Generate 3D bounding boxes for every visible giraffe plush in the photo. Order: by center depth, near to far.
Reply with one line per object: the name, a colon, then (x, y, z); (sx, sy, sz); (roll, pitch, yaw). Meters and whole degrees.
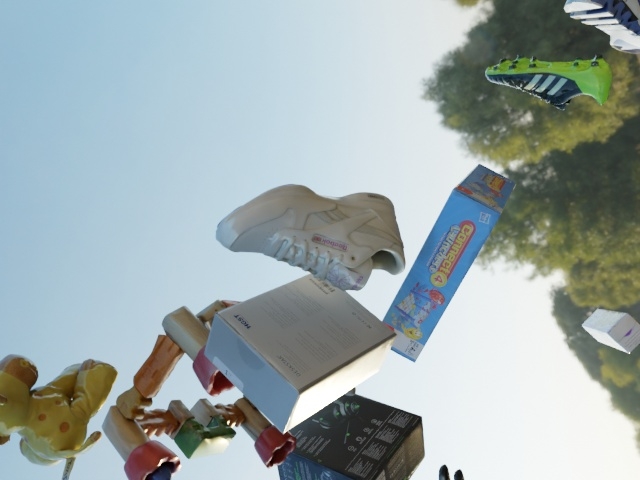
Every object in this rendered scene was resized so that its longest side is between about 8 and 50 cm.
giraffe plush: (-0.413, 0.234, 0.923); (0.170, 0.181, 0.210); (38, -161, -27)

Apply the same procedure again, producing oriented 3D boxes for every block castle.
block castle: (-0.140, 0.300, 1.227); (0.213, 0.303, 0.453); (39, -170, 30)

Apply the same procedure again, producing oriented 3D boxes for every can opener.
can opener: (0.227, 0.440, 1.118); (0.073, 0.059, 0.186); (-63, -24, -46)

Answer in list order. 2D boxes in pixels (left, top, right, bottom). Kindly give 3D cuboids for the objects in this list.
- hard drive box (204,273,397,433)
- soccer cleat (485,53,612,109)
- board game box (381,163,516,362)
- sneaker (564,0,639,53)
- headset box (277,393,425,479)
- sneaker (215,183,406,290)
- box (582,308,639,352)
hard drive box: (-0.028, 0.157, 1.009); (0.181, 0.089, 0.232); (39, -144, 27)
soccer cleat: (0.322, -0.225, 0.942); (0.060, 0.179, 0.072); (-44, -48, -38)
board game box: (0.237, 0.030, 1.216); (0.086, 0.308, 0.302); (30, -157, 11)
sneaker: (0.691, -0.544, 1.460); (0.315, 0.182, 0.127); (16, -173, -34)
headset box: (0.062, 0.490, 1.544); (0.246, 0.283, 0.131); (-36, -53, -45)
sneaker: (0.000, 0.000, 0.971); (0.305, 0.114, 0.152); (-2, -121, -27)
box: (0.686, 0.208, 1.547); (0.063, 0.067, 0.324); (45, -173, 12)
